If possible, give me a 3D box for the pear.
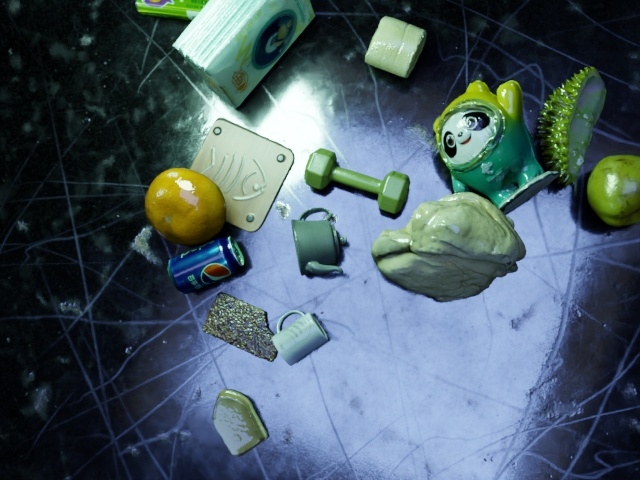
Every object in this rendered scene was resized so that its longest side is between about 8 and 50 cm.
[{"bbox_3d":[0.810,-0.138,1.597,0.200,0.200,0.199,-1,83,7],"label":"pear"}]

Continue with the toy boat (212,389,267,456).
[{"bbox_3d":[-0.242,0.511,1.705,0.116,0.061,0.188,-33,80,2],"label":"toy boat"}]

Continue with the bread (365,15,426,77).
[{"bbox_3d":[0.219,-0.565,1.749,0.141,0.134,0.148,23,73,9],"label":"bread"}]

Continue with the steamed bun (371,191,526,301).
[{"bbox_3d":[0.336,0.004,1.571,0.325,0.372,0.230,25,57,-27],"label":"steamed bun"}]

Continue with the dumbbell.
[{"bbox_3d":[0.105,-0.173,1.725,0.302,0.121,0.108,18,115,9],"label":"dumbbell"}]

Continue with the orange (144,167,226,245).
[{"bbox_3d":[-0.385,-0.097,1.734,0.240,0.171,0.240,7,113,17],"label":"orange"}]

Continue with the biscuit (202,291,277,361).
[{"bbox_3d":[-0.220,0.252,1.753,0.237,0.026,0.131,23,88,10],"label":"biscuit"}]

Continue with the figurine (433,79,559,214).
[{"bbox_3d":[0.463,-0.254,1.640,0.324,0.231,0.340,-42,73,37],"label":"figurine"}]

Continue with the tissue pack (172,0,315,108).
[{"bbox_3d":[-0.207,-0.609,1.730,0.162,0.287,0.388,40,89,14],"label":"tissue pack"}]

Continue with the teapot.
[{"bbox_3d":[0.000,0.000,1.704,0.149,0.162,0.239,-10,52,-3],"label":"teapot"}]

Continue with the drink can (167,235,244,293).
[{"bbox_3d":[-0.333,0.069,1.746,0.205,0.118,0.118,-25,80,3],"label":"drink can"}]

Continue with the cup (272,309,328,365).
[{"bbox_3d":[-0.068,0.263,1.695,0.133,0.099,0.136,-34,81,3],"label":"cup"}]

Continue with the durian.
[{"bbox_3d":[0.697,-0.320,1.650,0.170,0.157,0.355,17,85,-8],"label":"durian"}]

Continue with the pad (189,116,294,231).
[{"bbox_3d":[-0.255,-0.200,1.822,0.284,0.018,0.286,26,88,9],"label":"pad"}]

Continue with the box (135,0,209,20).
[{"bbox_3d":[-0.392,-0.752,1.870,0.346,0.097,0.134,9,92,8],"label":"box"}]
